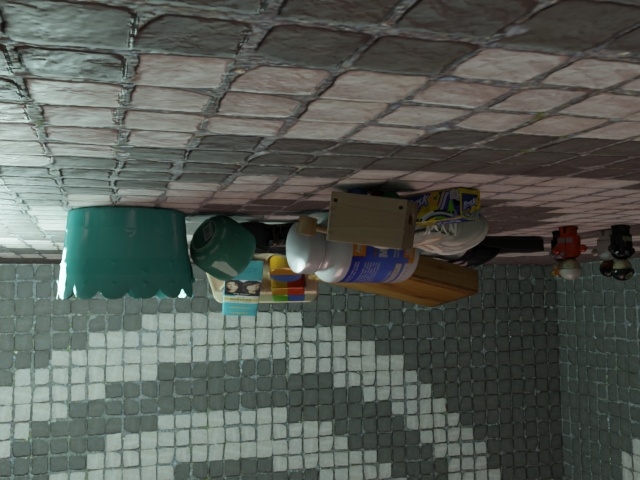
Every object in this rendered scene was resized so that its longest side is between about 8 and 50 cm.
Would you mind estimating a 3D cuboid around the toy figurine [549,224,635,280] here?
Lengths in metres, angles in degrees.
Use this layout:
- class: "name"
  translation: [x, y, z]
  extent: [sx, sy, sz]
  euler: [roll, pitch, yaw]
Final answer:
- class: "toy figurine"
  translation: [0.744, 0.040, 1.971]
  extent: [0.213, 0.148, 0.209]
  euler: [-2, 175, 6]

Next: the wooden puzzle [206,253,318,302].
- class: "wooden puzzle"
  translation: [-0.169, 0.099, 2.033]
  extent: [0.323, 0.080, 0.347]
  euler: [0, 147, 1]

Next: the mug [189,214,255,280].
- class: "mug"
  translation: [-0.230, 0.009, 1.561]
  extent: [0.158, 0.129, 0.097]
  euler: [6, 156, 44]

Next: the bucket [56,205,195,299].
- class: "bucket"
  translation: [-0.403, 0.032, 1.492]
  extent: [0.282, 0.182, 0.281]
  euler: [0, 175, 0]

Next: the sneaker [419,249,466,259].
- class: "sneaker"
  translation: [0.280, 0.026, 1.983]
  extent: [0.169, 0.108, 0.293]
  euler: [5, 172, -28]

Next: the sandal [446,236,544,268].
- class: "sandal"
  translation: [0.483, 0.045, 2.243]
  extent: [0.446, 0.106, 0.167]
  euler: [0, 175, -3]

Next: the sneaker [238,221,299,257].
- class: "sneaker"
  translation: [-0.099, -0.018, 1.687]
  extent: [0.118, 0.083, 0.222]
  euler: [-24, 158, 38]

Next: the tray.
- class: "tray"
  translation: [0.196, 0.093, 1.909]
  extent: [0.411, 0.076, 0.203]
  euler: [14, 158, -26]

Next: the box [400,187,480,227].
- class: "box"
  translation: [0.202, -0.056, 1.278]
  extent: [0.059, 0.054, 0.169]
  euler: [4, 174, -40]

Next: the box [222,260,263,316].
- class: "box"
  translation: [-0.215, 0.133, 1.962]
  extent: [0.101, 0.060, 0.244]
  euler: [3, 151, -7]

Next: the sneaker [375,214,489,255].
- class: "sneaker"
  translation: [0.215, -0.024, 1.453]
  extent: [0.263, 0.099, 0.121]
  euler: [-2, 171, 3]

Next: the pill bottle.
- class: "pill bottle"
  translation: [0.069, 0.018, 1.579]
  extent: [0.272, 0.152, 0.152]
  euler: [2, 175, -30]

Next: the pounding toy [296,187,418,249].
- class: "pounding toy"
  translation: [0.060, -0.044, 1.244]
  extent: [0.206, 0.094, 0.181]
  euler: [8, -177, 16]
